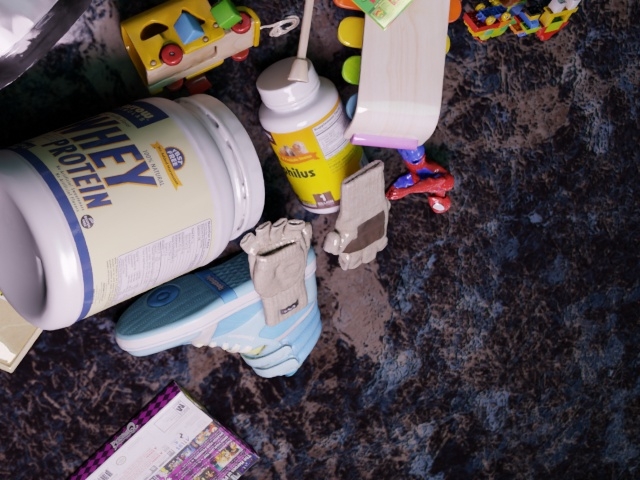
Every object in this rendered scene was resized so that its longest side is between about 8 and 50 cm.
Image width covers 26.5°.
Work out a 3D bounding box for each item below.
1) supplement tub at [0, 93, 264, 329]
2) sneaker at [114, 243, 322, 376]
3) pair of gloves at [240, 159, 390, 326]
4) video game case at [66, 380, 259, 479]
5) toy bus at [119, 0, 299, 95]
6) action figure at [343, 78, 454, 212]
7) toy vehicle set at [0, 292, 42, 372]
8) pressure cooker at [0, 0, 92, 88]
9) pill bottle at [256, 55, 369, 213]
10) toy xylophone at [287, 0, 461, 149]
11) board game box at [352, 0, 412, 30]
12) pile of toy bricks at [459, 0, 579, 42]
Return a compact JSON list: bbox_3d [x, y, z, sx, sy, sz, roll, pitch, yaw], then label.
[{"bbox_3d":[-0.259,-0.047,1.755,0.325,0.235,0.235,-25,126,-33],"label":"supplement tub"},{"bbox_3d":[-0.133,0.144,2.019,0.319,0.127,0.208,-22,123,-13],"label":"sneaker"},{"bbox_3d":[0.000,0.000,1.916,0.240,0.042,0.204,-34,148,-14],"label":"pair of gloves"},{"bbox_3d":[-0.244,0.359,2.131,0.232,0.042,0.210,-43,126,1],"label":"video game case"},{"bbox_3d":[-0.164,-0.280,1.786,0.191,0.104,0.202,-36,167,32],"label":"toy bus"},{"bbox_3d":[0.103,-0.119,2.015,0.139,0.091,0.280,-43,126,-7],"label":"action figure"},{"bbox_3d":[-0.424,0.043,1.874,0.166,0.035,0.267,31,100,-35],"label":"toy vehicle set"},{"bbox_3d":[-0.460,-0.380,1.422,0.375,0.370,0.420,-42,126,4],"label":"pressure cooker"},{"bbox_3d":[-0.013,-0.150,1.922,0.117,0.117,0.215,-31,125,-8],"label":"pill bottle"},{"bbox_3d":[0.078,-0.290,1.840,0.236,0.081,0.322,14,88,-13],"label":"toy xylophone"},{"bbox_3d":[0.111,-0.367,1.737,0.092,0.043,0.181,41,114,-10],"label":"board game box"},{"bbox_3d":[0.264,-0.330,1.986,0.212,0.118,0.105,-18,153,-36],"label":"pile of toy bricks"}]
